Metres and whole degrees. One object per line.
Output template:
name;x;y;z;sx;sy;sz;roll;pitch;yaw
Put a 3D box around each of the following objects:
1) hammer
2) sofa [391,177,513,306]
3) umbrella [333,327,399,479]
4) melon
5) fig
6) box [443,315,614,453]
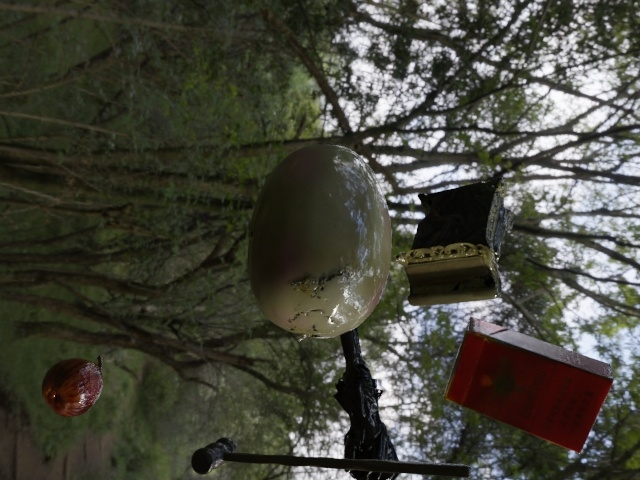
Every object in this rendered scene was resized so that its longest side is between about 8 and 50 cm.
hammer;0.005;0.228;0.531;0.058;0.292;0.029;12;74;-69
sofa;0.288;0.018;1.044;0.200;0.182;0.258;-12;-147;34
umbrella;0.084;0.338;1.062;0.118;0.118;0.340;159;-78;-68
melon;0.000;0.000;0.805;0.223;0.223;0.317;134;-33;-59
fig;-0.535;0.318;1.128;0.150;0.128;0.128;104;-9;-80
box;0.464;0.324;1.179;0.089;0.313;0.198;-36;141;-63
